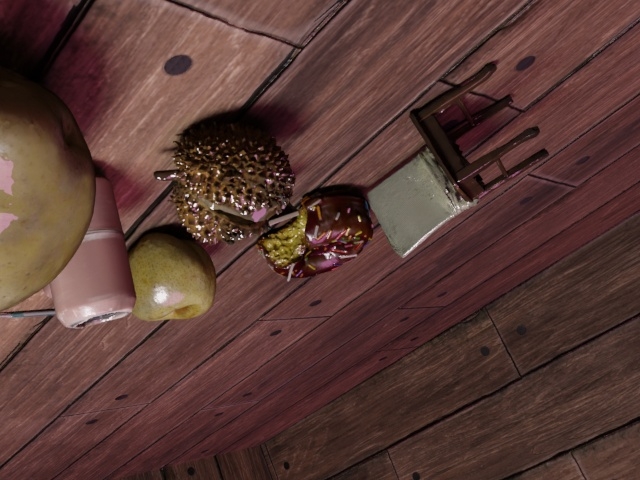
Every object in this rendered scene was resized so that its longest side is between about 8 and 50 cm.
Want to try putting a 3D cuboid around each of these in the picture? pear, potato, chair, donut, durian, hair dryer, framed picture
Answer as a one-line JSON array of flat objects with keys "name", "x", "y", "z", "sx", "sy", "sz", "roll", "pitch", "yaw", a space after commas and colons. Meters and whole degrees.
[{"name": "pear", "x": -0.257, "y": 0.065, "z": 1.203, "sx": 0.167, "sy": 0.137, "sz": 0.167, "roll": -19, "pitch": 161, "yaw": -7}, {"name": "potato", "x": -0.364, "y": -0.047, "z": 0.735, "sx": 0.243, "sy": 0.221, "sz": 0.326, "roll": -18, "pitch": 146, "yaw": -36}, {"name": "chair", "x": 0.206, "y": -0.125, "z": 1.207, "sx": 0.319, "sy": 0.160, "sz": 0.186, "roll": -33, "pitch": 159, "yaw": 15}, {"name": "donut", "x": 0.001, "y": -0.001, "z": 1.358, "sx": 0.230, "sy": 0.096, "sz": 0.216, "roll": -35, "pitch": 155, "yaw": 24}, {"name": "durian", "x": -0.138, "y": -0.081, "z": 1.001, "sx": 0.195, "sy": 0.167, "sz": 0.196, "roll": -11, "pitch": 130, "yaw": -13}, {"name": "hair dryer", "x": -0.364, "y": 0.050, "z": 1.047, "sx": 0.106, "sy": 0.190, "sz": 0.344, "roll": -10, "pitch": 169, "yaw": -30}, {"name": "framed picture", "x": -0.101, "y": -0.044, "z": 1.152, "sx": 0.109, "sy": 0.011, "sz": 0.149, "roll": -21, "pitch": -160, "yaw": -8}]

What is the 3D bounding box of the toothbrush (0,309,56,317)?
[{"name": "toothbrush", "x": -0.525, "y": 0.131, "z": 1.244, "sx": 0.167, "sy": 0.011, "sz": 0.014, "roll": -1, "pitch": 153, "yaw": -44}]
